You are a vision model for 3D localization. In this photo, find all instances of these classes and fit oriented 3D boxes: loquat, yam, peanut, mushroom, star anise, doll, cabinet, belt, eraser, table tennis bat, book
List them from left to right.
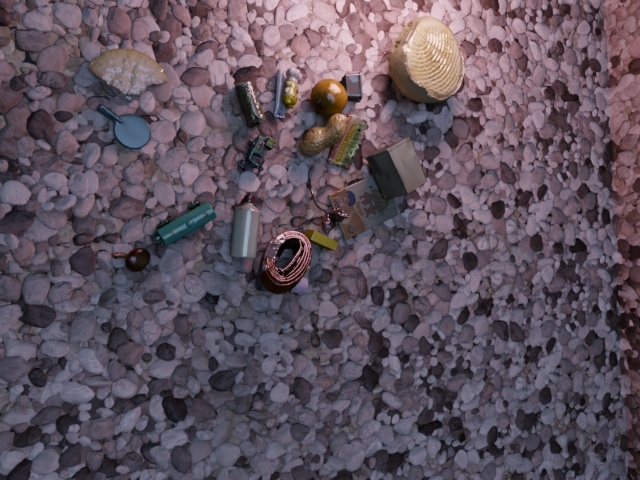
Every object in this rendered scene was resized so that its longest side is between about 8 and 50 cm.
[{"bbox_3d":[-0.704,-0.414,1.712,0.201,0.033,0.124,38,76,-20],"label":"table tennis bat"},{"bbox_3d":[-0.677,0.069,1.709,0.129,0.073,0.088,4,119,-19],"label":"mushroom"},{"bbox_3d":[-0.271,-0.533,1.857,0.078,0.078,0.179,-21,100,-20],"label":"yam"},{"bbox_3d":[-0.136,0.079,1.856,0.184,0.105,0.261,36,53,-1],"label":"belt"},{"bbox_3d":[-0.114,-0.613,1.911,0.062,0.106,0.162,6,81,12],"label":"doll"},{"bbox_3d":[0.000,0.000,1.964,0.122,0.097,0.045,26,82,-22],"label":"eraser"},{"bbox_3d":[0.011,-0.165,1.948,0.227,0.148,0.218,42,51,-17],"label":"star anise"},{"bbox_3d":[0.018,-0.423,1.938,0.229,0.098,0.103,-30,121,5],"label":"peanut"},{"bbox_3d":[0.034,-0.579,1.945,0.163,0.137,0.163,-5,99,-37],"label":"loquat"},{"bbox_3d":[0.193,-0.154,2.080,0.295,0.020,0.208,-25,99,-20],"label":"book"},{"bbox_3d":[0.329,-0.306,2.049,0.150,0.145,0.206,-34,103,-32],"label":"cabinet"}]

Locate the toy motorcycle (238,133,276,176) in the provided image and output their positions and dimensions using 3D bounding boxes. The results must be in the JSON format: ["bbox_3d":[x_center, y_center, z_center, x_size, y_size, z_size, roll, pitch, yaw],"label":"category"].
[{"bbox_3d":[-0.252,-0.337,1.879,0.100,0.058,0.173,30,78,-25],"label":"toy motorcycle"}]

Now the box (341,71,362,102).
[{"bbox_3d":[0.132,-0.644,2.015,0.069,0.084,0.122,-4,91,-14],"label":"box"}]

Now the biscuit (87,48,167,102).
[{"bbox_3d":[-0.685,-0.592,1.712,0.265,0.040,0.188,-3,90,-22],"label":"biscuit"}]

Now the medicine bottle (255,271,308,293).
[{"bbox_3d":[-0.153,0.170,1.911,0.203,0.083,0.083,10,87,-20],"label":"medicine bottle"}]

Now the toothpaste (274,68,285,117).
[{"bbox_3d":[-0.162,-0.592,1.926,0.048,0.031,0.190,-1,95,-31],"label":"toothpaste"}]

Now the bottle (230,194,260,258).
[{"bbox_3d":[-0.286,-0.053,1.844,0.104,0.104,0.245,6,88,-22],"label":"bottle"}]

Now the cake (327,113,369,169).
[{"bbox_3d":[0.110,-0.421,2.031,0.109,0.090,0.225,19,103,-23],"label":"cake"}]

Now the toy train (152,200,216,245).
[{"bbox_3d":[-0.488,-0.064,1.737,0.248,0.159,0.101,-34,108,-19],"label":"toy train"}]

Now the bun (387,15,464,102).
[{"bbox_3d":[0.438,-0.760,2.070,0.364,0.202,0.364,1,88,-28],"label":"bun"}]
